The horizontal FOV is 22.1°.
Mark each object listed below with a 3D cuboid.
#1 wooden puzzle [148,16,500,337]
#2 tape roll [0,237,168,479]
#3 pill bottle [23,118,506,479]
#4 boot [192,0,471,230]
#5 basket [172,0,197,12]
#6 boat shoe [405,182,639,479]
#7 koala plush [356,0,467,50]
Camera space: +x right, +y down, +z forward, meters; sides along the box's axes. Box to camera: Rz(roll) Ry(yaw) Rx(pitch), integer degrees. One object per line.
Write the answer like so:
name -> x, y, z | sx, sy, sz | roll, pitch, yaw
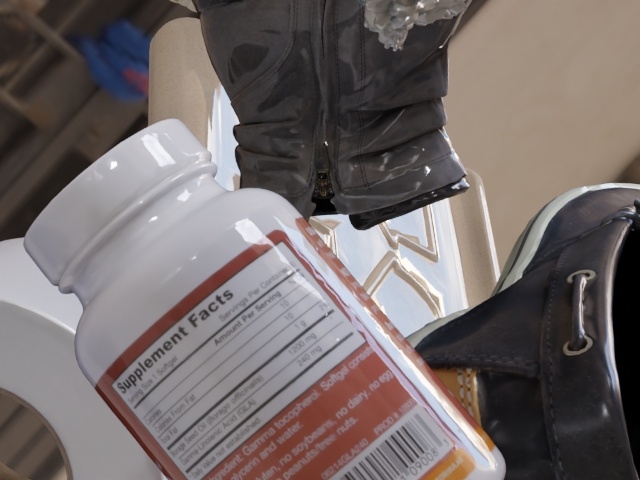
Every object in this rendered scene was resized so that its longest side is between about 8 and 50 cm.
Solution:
wooden puzzle -> 0.000, 0.000, 1.374 | 0.348, 0.080, 0.322 | 25, 39, -28
tape roll -> -0.200, 0.132, 1.070 | 0.246, 0.246, 0.169 | 42, 14, -1
pill bottle -> -0.029, 0.056, 0.721 | 0.216, 0.121, 0.121 | 50, 3, 6
boot -> 0.076, -0.135, 1.171 | 0.118, 0.338, 0.222 | -17, 92, -65
basket -> -0.024, -0.402, 1.591 | 0.266, 0.328, 0.331 | 24, 34, -11
boat shoe -> 0.181, 0.069, 0.975 | 0.500, 0.156, 0.186 | -25, 100, -62
koala plush -> 0.055, -0.162, 0.483 | 0.203, 0.221, 0.196 | -14, -74, 48
